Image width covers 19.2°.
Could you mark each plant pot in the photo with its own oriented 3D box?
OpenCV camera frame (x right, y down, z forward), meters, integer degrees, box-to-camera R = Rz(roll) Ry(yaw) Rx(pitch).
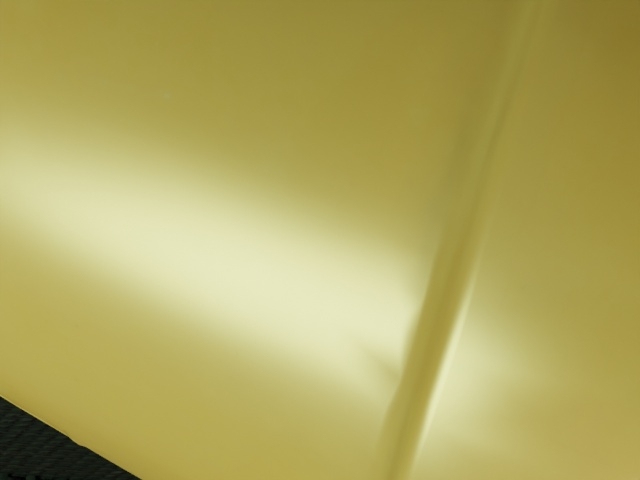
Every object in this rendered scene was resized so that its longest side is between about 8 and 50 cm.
[{"bbox_3d":[0.013,-0.039,0.506,0.203,0.291,0.291,17,165,6],"label":"plant pot"}]
